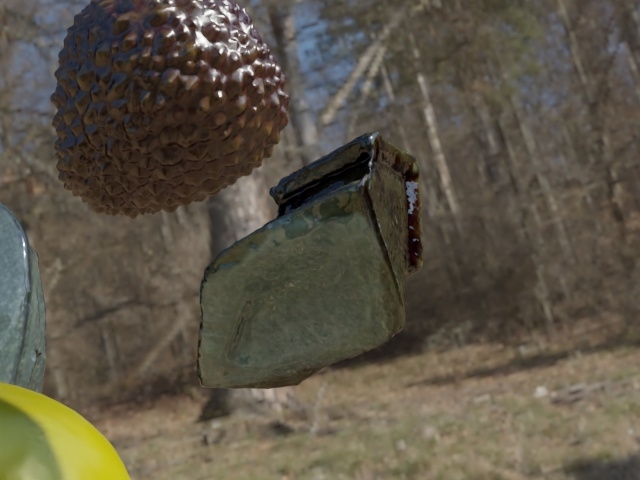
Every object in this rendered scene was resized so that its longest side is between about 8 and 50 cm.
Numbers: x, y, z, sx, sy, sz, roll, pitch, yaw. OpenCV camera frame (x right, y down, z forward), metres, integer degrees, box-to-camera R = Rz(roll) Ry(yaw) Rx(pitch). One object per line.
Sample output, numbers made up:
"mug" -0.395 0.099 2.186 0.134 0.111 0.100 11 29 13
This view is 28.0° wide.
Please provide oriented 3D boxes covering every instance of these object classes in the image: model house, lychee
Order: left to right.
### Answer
"lychee" -0.165 -0.139 1.310 0.271 0.271 0.271 -14 -18 -5
"model house" -0.006 0.003 0.788 0.165 0.106 0.152 -23 23 25

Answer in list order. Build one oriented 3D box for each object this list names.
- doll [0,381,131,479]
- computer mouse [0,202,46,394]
"doll" -0.128 0.147 0.462 0.199 0.145 0.363 -16 -44 6
"computer mouse" -0.308 0.144 0.946 0.203 0.374 0.114 10 7 22
